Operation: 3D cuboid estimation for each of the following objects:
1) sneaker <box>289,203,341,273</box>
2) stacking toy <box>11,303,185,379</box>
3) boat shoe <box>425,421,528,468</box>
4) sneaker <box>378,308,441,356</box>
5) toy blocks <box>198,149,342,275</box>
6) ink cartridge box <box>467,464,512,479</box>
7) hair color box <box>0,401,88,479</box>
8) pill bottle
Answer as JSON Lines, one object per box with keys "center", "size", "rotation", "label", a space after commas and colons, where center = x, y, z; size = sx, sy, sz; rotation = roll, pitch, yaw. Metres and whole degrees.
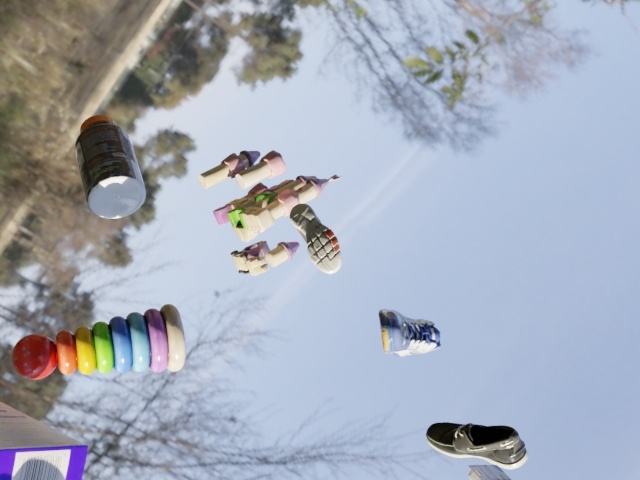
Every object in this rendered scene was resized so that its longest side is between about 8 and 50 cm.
{"center": [0.000, 0.000, 1.681], "size": [0.061, 0.065, 0.157], "rotation": [-30, -119, 3], "label": "sneaker"}
{"center": [-0.445, 0.212, 1.821], "size": [0.141, 0.331, 0.141], "rotation": [175, -90, -70], "label": "stacking toy"}
{"center": [0.316, 0.405, 1.884], "size": [0.233, 0.079, 0.084], "rotation": [2, -139, 43], "label": "boat shoe"}
{"center": [0.224, 0.222, 2.236], "size": [0.131, 0.296, 0.111], "rotation": [-7, -101, 15], "label": "sneaker"}
{"center": [-0.112, -0.097, 2.384], "size": [0.260, 0.308, 0.289], "rotation": [-30, -161, -28], "label": "toy blocks"}
{"center": [0.307, 0.438, 1.672], "size": [0.048, 0.083, 0.028], "rotation": [43, -66, 48], "label": "ink cartridge box"}
{"center": [-0.593, 0.368, 1.619], "size": [0.339, 0.185, 0.110], "rotation": [13, -89, 41], "label": "hair color box"}
{"center": [-0.482, -0.177, 2.057], "size": [0.130, 0.130, 0.245], "rotation": [-46, -133, 25], "label": "pill bottle"}
